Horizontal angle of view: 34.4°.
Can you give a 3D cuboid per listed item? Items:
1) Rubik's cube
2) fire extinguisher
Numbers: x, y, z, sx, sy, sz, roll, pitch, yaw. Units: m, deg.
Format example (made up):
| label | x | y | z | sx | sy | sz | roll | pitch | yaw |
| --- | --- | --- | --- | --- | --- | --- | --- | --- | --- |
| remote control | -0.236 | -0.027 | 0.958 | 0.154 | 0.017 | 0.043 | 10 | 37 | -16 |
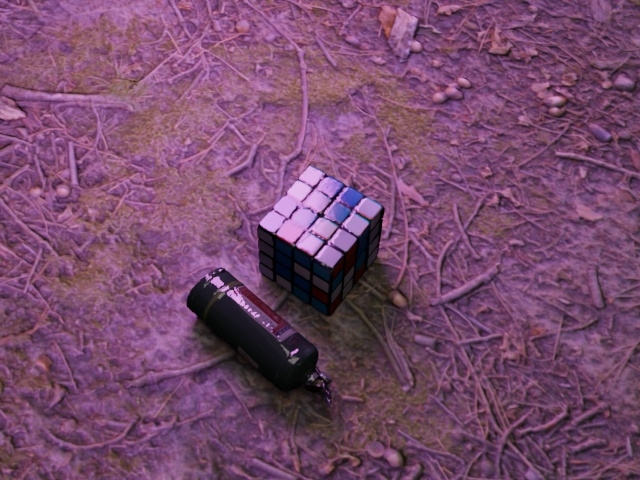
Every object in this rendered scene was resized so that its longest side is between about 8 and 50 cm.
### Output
| label | x | y | z | sx | sy | sz | roll | pitch | yaw |
| --- | --- | --- | --- | --- | --- | --- | --- | --- | --- |
| Rubik's cube | 0.000 | 0.000 | 1.706 | 0.151 | 0.154 | 0.155 | 32 | 62 | 16 |
| fire extinguisher | -0.078 | 0.163 | 1.640 | 0.294 | 0.118 | 0.093 | 39 | 99 | 19 |
